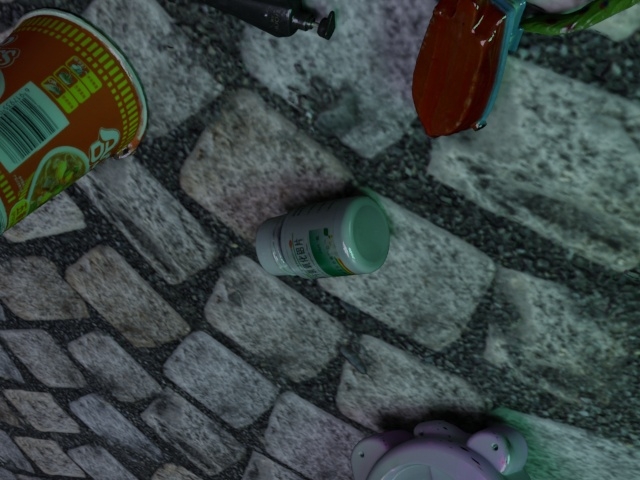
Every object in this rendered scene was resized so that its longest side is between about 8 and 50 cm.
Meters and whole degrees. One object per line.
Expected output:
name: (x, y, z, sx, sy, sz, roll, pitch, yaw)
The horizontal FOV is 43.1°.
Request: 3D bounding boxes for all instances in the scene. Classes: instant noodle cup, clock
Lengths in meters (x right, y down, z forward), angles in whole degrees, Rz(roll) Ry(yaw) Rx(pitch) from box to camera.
instant noodle cup: (-0.318, -0.110, 0.858, 0.193, 0.212, 0.193, 19, 138, 18)
clock: (0.157, 0.336, 0.995, 0.248, 0.090, 0.227, -24, 74, 41)

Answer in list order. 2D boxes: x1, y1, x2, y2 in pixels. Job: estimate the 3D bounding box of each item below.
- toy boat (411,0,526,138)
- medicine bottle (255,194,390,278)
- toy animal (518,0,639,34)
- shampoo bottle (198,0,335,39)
toy boat: (0.116, -0.139, 0.646, 0.069, 0.059, 0.173, 44, 155, 21)
medicine bottle: (0.000, 0.000, 0.851, 0.130, 0.080, 0.080, -9, 124, 39)
toy animal: (0.244, -0.162, 0.558, 0.217, 0.041, 0.075, -17, 118, 48)
shampoo bottle: (-0.052, -0.208, 0.721, 0.137, 0.027, 0.048, 23, 141, 13)
